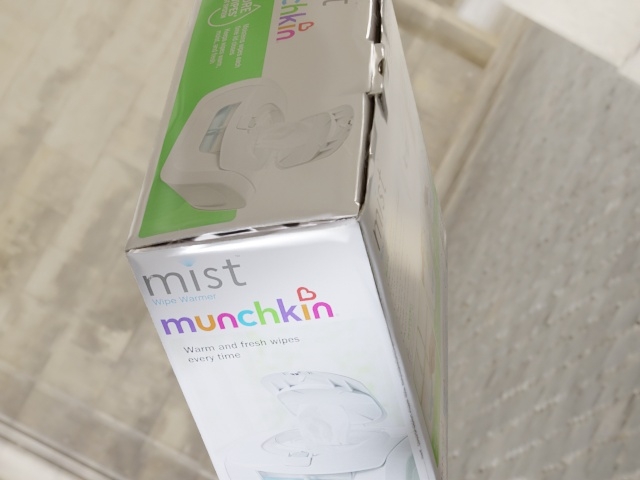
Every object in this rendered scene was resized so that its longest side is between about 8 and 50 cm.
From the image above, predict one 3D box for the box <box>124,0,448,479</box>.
[{"bbox_3d":[0.000,0.000,0.791,0.262,0.127,0.231,-84,-19,-49],"label":"box"}]
